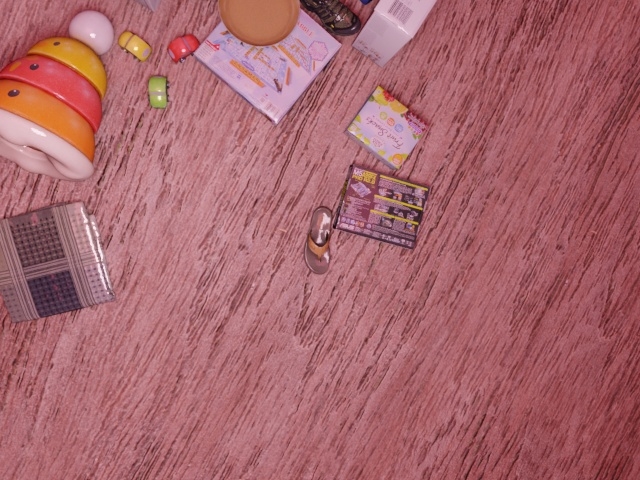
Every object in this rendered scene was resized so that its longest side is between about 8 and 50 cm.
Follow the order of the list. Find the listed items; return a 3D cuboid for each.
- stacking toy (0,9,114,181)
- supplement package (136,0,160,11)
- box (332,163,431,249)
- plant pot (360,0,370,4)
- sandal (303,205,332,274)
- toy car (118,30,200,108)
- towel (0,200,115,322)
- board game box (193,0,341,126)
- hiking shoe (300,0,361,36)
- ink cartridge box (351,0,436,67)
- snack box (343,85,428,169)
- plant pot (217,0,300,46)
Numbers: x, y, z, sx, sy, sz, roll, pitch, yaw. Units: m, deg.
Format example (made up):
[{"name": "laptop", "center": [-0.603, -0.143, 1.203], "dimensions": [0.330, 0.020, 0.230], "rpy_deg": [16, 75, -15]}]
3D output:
[{"name": "stacking toy", "center": [-0.716, -0.433, 1.383], "dimensions": [0.351, 0.350, 0.479], "rpy_deg": [21, 73, -9]}, {"name": "supplement package", "center": [-0.560, -0.789, 1.417], "dimensions": [0.244, 0.139, 0.133], "rpy_deg": [28, 90, -11]}, {"name": "box", "center": [0.197, -0.105, 1.623], "dimensions": [0.270, 0.060, 0.216], "rpy_deg": [14, 92, -9]}, {"name": "plant pot", "center": [0.159, -0.890, 1.480], "dimensions": [0.236, 0.212, 0.236], "rpy_deg": [-43, 98, -3]}, {"name": "sandal", "center": [0.000, 0.000, 1.601], "dimensions": [0.090, 0.060, 0.219], "rpy_deg": [10, 93, -9]}, {"name": "toy car", "center": [-0.480, -0.508, 1.494], "dimensions": [0.239, 0.053, 0.224], "rpy_deg": [0, 94, -8]}, {"name": "towel", "center": [-0.805, 0.061, 1.500], "dimensions": [0.313, 0.056, 0.323], "rpy_deg": [-13, 98, -4]}, {"name": "board game box", "center": [-0.157, -0.573, 1.530], "dimensions": [0.319, 0.066, 0.318], "rpy_deg": [40, 88, -9]}, {"name": "hiking shoe", "center": [0.022, -0.700, 1.504], "dimensions": [0.227, 0.114, 0.086], "rpy_deg": [36, 92, 6]}, {"name": "ink cartridge box", "center": [0.240, -0.685, 1.458], "dimensions": [0.130, 0.309, 0.271], "rpy_deg": [33, 89, -9]}, {"name": "snack box", "center": [0.208, -0.354, 1.600], "dimensions": [0.207, 0.070, 0.174], "rpy_deg": [36, 88, -8]}, {"name": "plant pot", "center": [-0.179, -0.681, 1.470], "dimensions": [0.237, 0.032, 0.236], "rpy_deg": [-1, 94, -8]}]
